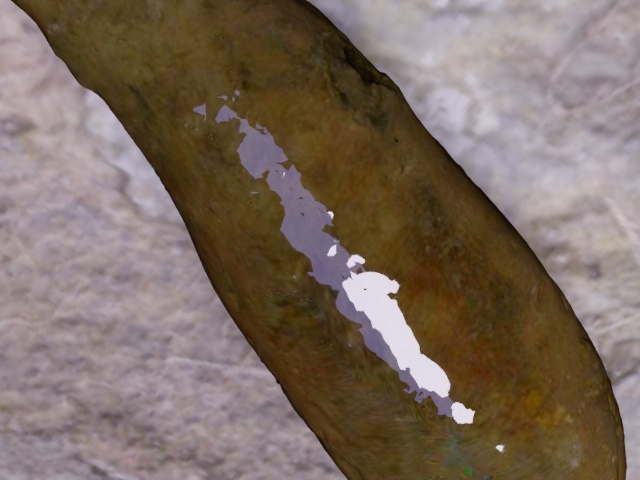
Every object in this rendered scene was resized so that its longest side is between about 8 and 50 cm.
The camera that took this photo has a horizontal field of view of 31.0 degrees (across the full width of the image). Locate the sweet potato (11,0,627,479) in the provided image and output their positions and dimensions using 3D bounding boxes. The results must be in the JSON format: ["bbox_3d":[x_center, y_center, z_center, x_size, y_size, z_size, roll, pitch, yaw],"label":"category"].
[{"bbox_3d":[0.002,-0.003,0.487,0.130,0.130,0.422,-36,107,19],"label":"sweet potato"}]
